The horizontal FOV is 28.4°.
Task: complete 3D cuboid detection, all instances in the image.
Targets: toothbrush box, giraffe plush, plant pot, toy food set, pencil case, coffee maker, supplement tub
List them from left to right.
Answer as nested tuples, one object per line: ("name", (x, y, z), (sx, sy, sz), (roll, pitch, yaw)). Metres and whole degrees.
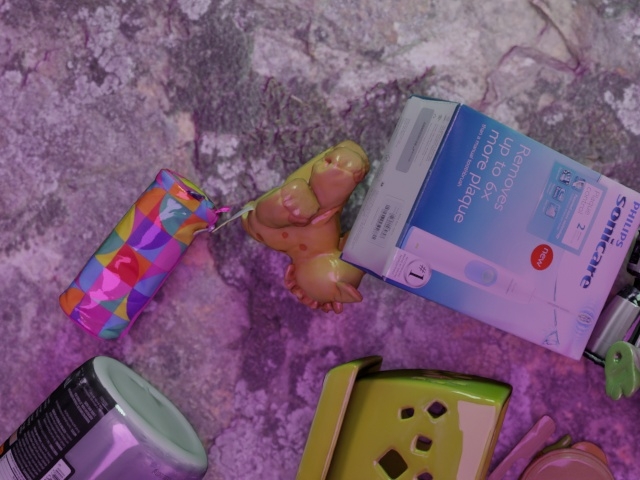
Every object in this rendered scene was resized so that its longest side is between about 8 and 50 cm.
("supplement tub", (-0.318, 0.323, 1.545), (0.207, 0.207, 0.338), (44, 94, 3))
("pencil case", (-0.225, 0.019, 1.595), (0.104, 0.104, 0.236), (41, 94, 4))
("giraffe plush", (0.000, 0.000, 1.552), (0.210, 0.181, 0.170), (-34, 96, 10))
("plant pot", (0.095, 0.255, 1.511), (0.207, 0.227, 0.228), (17, 92, 11))
("toothbrush box", (0.205, -0.013, 1.485), (0.296, 0.126, 0.216), (24, 91, -27))
("toy food set", (0.312, 0.314, 1.585), (0.192, 0.038, 0.132), (42, 100, -2))
("coffee maker", (0.423, 0.098, 1.546), (0.171, 0.120, 0.178), (28, 93, -26))

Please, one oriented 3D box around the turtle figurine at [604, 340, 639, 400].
("turtle figurine", (0.459, 0.202, 1.414), (0.266, 0.198, 0.274), (20, 93, -27))
